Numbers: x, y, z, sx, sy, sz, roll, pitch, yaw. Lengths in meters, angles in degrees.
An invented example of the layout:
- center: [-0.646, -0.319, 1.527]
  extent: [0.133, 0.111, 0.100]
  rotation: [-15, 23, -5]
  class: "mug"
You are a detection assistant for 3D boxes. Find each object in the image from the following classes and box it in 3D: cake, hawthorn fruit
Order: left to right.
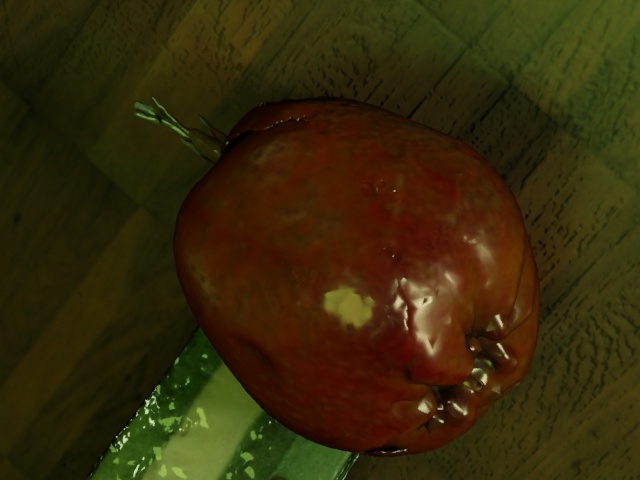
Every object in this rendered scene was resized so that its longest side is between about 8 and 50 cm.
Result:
- center: [-0.065, 0.149, 1.159]
  extent: [0.158, 0.172, 0.283]
  rotation: [34, 83, 0]
  class: "cake"
- center: [0.000, 0.000, 1.007]
  extent: [0.299, 0.211, 0.211]
  rotation: [38, 116, 15]
  class: "hawthorn fruit"
